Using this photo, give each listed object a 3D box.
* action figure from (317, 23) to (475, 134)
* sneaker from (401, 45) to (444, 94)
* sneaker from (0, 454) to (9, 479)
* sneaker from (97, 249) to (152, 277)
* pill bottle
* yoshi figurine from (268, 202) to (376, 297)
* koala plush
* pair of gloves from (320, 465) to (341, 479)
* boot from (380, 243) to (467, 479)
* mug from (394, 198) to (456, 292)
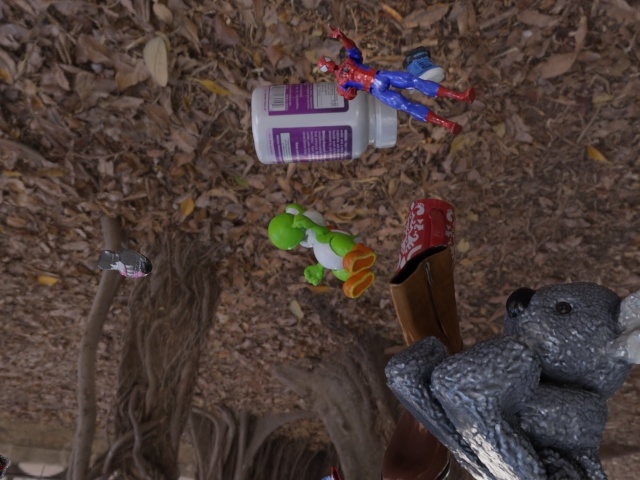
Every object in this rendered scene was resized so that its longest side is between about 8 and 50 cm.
[{"bbox_3d":[0.099,-0.263,0.769,0.280,0.092,0.139,27,-167,24],"label":"action figure"},{"bbox_3d":[0.205,-0.354,0.953,0.058,0.085,0.152,-13,-173,2],"label":"sneaker"},{"bbox_3d":[-0.632,0.402,0.885,0.066,0.042,0.119,0,111,26],"label":"sneaker"},{"bbox_3d":[-0.515,0.057,1.273,0.178,0.072,0.077,13,-179,28],"label":"sneaker"},{"bbox_3d":[0.010,-0.259,1.026,0.301,0.170,0.169,-3,147,1],"label":"pill bottle"},{"bbox_3d":[-0.021,0.017,1.366,0.204,0.362,0.203,-56,144,6],"label":"yoshi figurine"},{"bbox_3d":[0.216,0.126,0.448,0.203,0.221,0.196,47,163,2],"label":"koala plush"},{"bbox_3d":[0.037,0.549,0.903,0.023,0.198,0.160,-5,130,-21],"label":"pair of gloves"},{"bbox_3d":[0.145,0.179,0.663,0.096,0.264,0.281,9,123,44],"label":"boot"},{"bbox_3d":[0.210,0.010,0.867,0.113,0.170,0.150,23,152,-19],"label":"mug"}]
